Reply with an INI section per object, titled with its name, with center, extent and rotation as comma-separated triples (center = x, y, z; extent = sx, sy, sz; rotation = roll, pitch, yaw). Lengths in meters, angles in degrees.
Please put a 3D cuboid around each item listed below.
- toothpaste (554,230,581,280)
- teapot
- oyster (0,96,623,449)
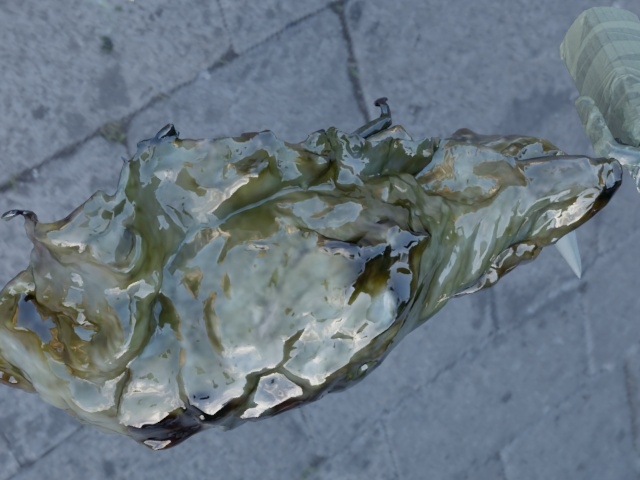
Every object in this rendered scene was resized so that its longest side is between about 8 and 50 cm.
[toothpaste]
center = 0.214, -0.013, 0.947
extent = 0.033, 0.052, 0.218
rotation = -17, 159, 16
[teapot]
center = 0.281, -0.133, 0.992
extent = 0.107, 0.200, 0.077
rotation = 6, 136, -21
[oyster]
center = -0.003, 0.004, 0.532
extent = 0.337, 0.198, 0.133
rotation = -22, 89, -33
